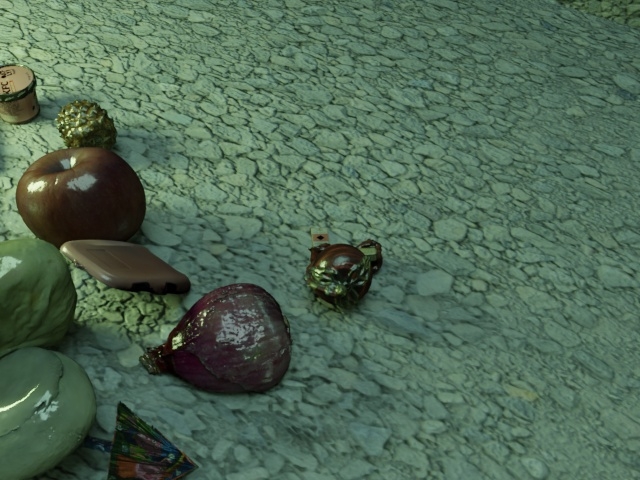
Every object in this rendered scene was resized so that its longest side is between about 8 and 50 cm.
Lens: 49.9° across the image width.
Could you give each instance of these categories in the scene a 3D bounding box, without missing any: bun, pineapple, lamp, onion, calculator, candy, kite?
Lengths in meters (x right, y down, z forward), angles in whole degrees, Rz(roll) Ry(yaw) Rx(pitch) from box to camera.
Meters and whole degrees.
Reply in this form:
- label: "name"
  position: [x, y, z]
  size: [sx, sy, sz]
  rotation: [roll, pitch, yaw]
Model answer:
- label: "bun"
  position: [-0.678, 0.149, 1.447]
  size: [0.361, 0.361, 0.213]
  rotation: [-23, 73, -23]
- label: "pineapple"
  position: [-0.683, -0.333, 1.987]
  size: [0.166, 0.166, 0.193]
  rotation: [-26, 52, -25]
- label: "lamp"
  position: [0.064, 0.066, 1.696]
  size: [0.215, 0.151, 0.223]
  rotation: [1, 46, -10]
- label: "onion"
  position: [-0.232, 0.209, 1.536]
  size: [0.349, 0.159, 0.267]
  rotation: [-12, 47, -17]
- label: "calculator"
  position: [-0.443, 0.059, 1.583]
  size: [0.220, 0.048, 0.330]
  rotation: [32, 9, 21]
- label: "candy"
  position: [-0.578, 0.350, 1.359]
  size: [0.296, 0.185, 0.295]
  rotation: [-12, 48, 14]
- label: "kite"
  position: [-0.355, 0.435, 1.368]
  size: [0.234, 0.016, 0.321]
  rotation: [20, 21, -18]

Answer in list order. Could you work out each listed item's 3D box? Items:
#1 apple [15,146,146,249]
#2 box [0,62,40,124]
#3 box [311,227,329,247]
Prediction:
- label: "apple"
  position: [-0.593, -0.098, 1.720]
  size: [0.306, 0.235, 0.305]
  rotation: [-8, 34, 5]
- label: "box"
  position: [-0.921, -0.435, 2.073]
  size: [0.151, 0.135, 0.151]
  rotation: [1, 51, -2]
- label: "box"
  position: [0.000, 0.000, 1.841]
  size: [0.046, 0.012, 0.083]
  rotation: [-1, 48, -6]
